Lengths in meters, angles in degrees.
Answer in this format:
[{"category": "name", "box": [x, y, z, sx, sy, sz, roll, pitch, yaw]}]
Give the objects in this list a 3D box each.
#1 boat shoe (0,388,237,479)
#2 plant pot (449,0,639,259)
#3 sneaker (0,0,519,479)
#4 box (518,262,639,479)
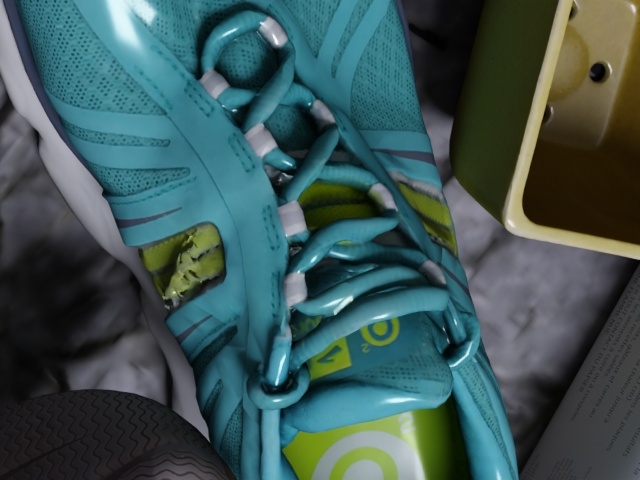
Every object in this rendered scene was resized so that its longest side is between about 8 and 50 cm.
[{"category": "boat shoe", "box": [-0.126, 0.169, 0.457, 0.324, 0.123, 0.116, -44, 119, 9]}, {"category": "plant pot", "box": [0.076, -0.042, 0.490, 0.082, 0.083, 0.081, 11, 98, -21]}, {"category": "sneaker", "box": [0.000, 0.000, 0.461, 0.107, 0.110, 0.275, -25, 108, -11]}, {"category": "box", "box": [0.132, 0.017, 0.532, 0.063, 0.067, 0.324, 28, 91, -22]}]
